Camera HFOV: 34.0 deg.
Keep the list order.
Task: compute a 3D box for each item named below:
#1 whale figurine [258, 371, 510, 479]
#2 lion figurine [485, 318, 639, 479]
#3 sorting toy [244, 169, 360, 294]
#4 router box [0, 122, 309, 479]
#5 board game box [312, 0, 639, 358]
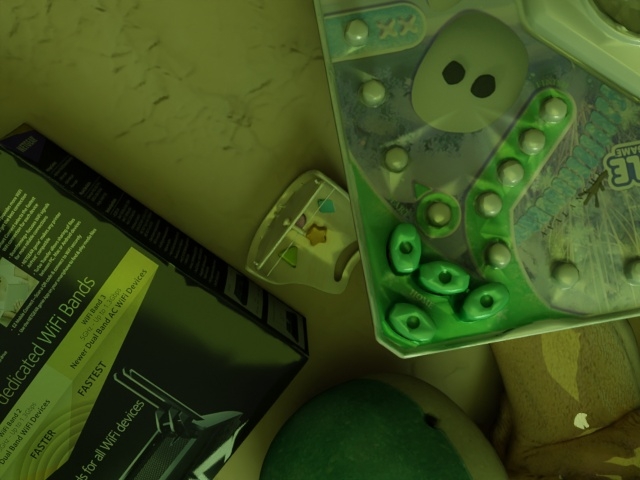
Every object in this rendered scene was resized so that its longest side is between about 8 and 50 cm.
[{"bbox_3d":[0.018,0.219,0.703,0.141,0.216,0.272,-12,135,-37],"label":"whale figurine"},{"bbox_3d":[0.170,0.076,0.721,0.240,0.142,0.392,-18,92,10],"label":"lion figurine"},{"bbox_3d":[0.000,0.000,0.723,0.075,0.045,0.083,34,101,-19],"label":"sorting toy"},{"bbox_3d":[-0.194,0.115,0.722,0.243,0.081,0.309,36,101,-12],"label":"router box"},{"bbox_3d":[0.192,-0.155,0.612,0.390,0.050,0.389,-10,84,-1],"label":"board game box"}]
